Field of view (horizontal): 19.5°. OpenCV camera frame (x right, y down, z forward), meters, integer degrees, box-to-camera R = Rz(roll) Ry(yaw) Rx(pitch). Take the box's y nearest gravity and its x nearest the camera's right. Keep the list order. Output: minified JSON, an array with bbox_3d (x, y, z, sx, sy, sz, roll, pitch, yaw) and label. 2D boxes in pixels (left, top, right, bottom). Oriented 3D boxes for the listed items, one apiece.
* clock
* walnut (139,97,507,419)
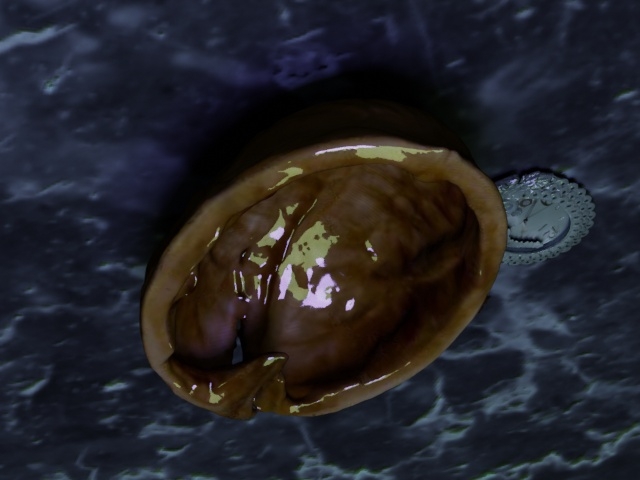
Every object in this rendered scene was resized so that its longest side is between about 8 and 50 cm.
[{"bbox_3d":[0.113,-0.010,1.016,0.083,0.010,0.074,19,131,-36],"label":"clock"},{"bbox_3d":[0.001,-0.003,0.929,0.167,0.087,0.211,21,129,-27],"label":"walnut"}]
